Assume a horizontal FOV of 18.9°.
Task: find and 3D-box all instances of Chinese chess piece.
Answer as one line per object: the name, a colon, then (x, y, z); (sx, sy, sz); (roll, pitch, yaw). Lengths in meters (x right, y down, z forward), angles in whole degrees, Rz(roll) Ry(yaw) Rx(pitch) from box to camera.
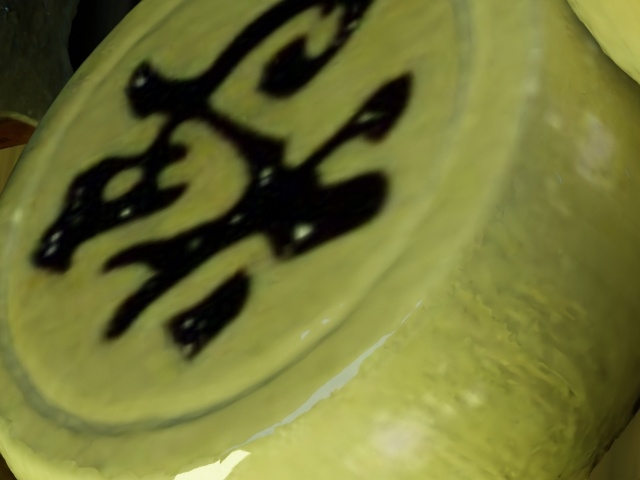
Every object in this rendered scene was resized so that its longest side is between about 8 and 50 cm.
Chinese chess piece: (0.000, 0.000, 0.646); (0.257, 0.104, 0.257); (-25, 44, 26)

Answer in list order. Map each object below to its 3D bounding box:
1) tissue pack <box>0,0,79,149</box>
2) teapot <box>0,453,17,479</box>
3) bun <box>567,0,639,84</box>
tissue pack: (-0.211, -0.126, 0.961); (0.226, 0.092, 0.183); (-8, 74, 43)
teapot: (-0.229, 0.146, 0.854); (0.311, 0.167, 0.203); (-54, 47, 21)
bun: (0.154, -0.175, 0.489); (0.299, 0.165, 0.299); (-35, 37, 32)
